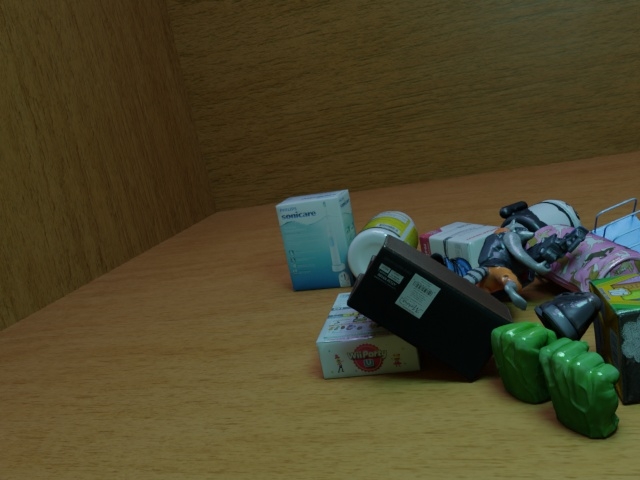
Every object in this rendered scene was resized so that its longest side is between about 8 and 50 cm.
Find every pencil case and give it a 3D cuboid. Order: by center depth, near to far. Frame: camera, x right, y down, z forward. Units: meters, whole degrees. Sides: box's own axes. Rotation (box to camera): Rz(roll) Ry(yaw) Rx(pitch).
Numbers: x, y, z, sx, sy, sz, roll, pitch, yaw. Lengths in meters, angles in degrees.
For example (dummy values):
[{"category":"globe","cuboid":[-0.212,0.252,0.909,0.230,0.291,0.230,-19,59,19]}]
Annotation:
[{"category":"pencil case","cuboid":[0.648,0.067,1.556,0.160,0.167,0.386,18,8,-12]}]

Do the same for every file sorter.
[{"category":"file sorter","cuboid":[0.781,-0.003,1.609,0.118,0.104,0.170,-23,55,4]}]

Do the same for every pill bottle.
[{"category":"pill bottle","cuboid":[0.214,0.013,2.077,0.187,0.188,0.334,-7,14,20]}]

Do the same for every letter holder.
[{"category":"letter holder","cuboid":[0.233,0.122,1.373,0.301,0.152,0.214,32,17,2]}]

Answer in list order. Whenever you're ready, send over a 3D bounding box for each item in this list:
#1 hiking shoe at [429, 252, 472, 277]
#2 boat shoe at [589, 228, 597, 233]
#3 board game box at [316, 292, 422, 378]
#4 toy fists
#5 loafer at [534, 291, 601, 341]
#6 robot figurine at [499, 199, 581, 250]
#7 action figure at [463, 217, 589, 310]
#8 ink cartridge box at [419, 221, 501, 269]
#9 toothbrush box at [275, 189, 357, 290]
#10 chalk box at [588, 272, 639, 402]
[{"category":"hiking shoe","cuboid":[0.352,0.088,1.771,0.113,0.132,0.304,-5,15,27]},{"category":"boat shoe","cuboid":[0.865,-0.011,1.812,0.233,0.084,0.079,-9,31,18]},{"category":"board game box","cuboid":[0.133,0.211,1.543,0.223,0.098,0.303,-8,13,15]},{"category":"toy fists","cuboid":[0.406,0.224,1.129,0.096,0.142,0.279,-27,18,-15]},{"category":"loafer","cuboid":[0.497,0.153,1.274,0.095,0.109,0.302,-37,-15,8]},{"category":"robot figurine","cuboid":[0.635,-0.019,1.869,0.278,0.209,0.173,-21,4,-33]},{"category":"action figure","cuboid":[0.459,0.048,1.552,0.341,0.178,0.330,-48,3,43]},{"category":"ink cartridge box","cuboid":[0.458,0.016,2.037,0.171,0.100,0.237,-19,14,-26]},{"category":"toothbrush box","cuboid":[0.000,0.000,2.085,0.216,0.296,0.126,-7,15,21]},{"category":"chalk box","cuboid":[0.657,0.157,1.144,0.288,0.180,0.179,-8,14,9]}]
